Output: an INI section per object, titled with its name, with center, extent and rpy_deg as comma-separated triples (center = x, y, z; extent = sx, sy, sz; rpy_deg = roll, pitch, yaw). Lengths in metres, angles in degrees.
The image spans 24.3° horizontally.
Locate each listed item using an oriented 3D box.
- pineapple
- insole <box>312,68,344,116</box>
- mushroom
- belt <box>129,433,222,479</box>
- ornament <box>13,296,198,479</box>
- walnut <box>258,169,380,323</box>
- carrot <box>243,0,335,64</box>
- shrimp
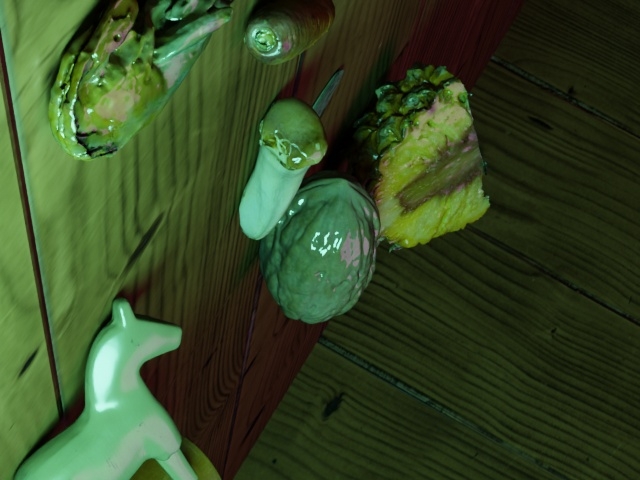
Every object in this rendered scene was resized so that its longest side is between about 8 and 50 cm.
[pineapple]
center = 0.090, -0.127, 2.341
extent = 0.286, 0.209, 0.344
rpy_deg = -33, 141, -10
[insole]
center = -0.019, -0.144, 1.922
extent = 0.193, 0.006, 0.065
rpy_deg = -59, 174, -14
[mushroom]
center = -0.048, -0.075, 1.710
extent = 0.071, 0.084, 0.209
rpy_deg = -31, 161, -32
[belt]
center = -0.203, 0.309, 1.685
extent = 0.105, 0.184, 0.261
rpy_deg = -54, -175, -38
[ornament]
center = -0.203, 0.196, 1.472
extent = 0.230, 0.061, 0.245
rpy_deg = -41, 126, -20
[walnut]
center = 0.002, 0.001, 2.052
extent = 0.178, 0.178, 0.230
rpy_deg = -53, 166, -48
[carrot]
center = -0.020, -0.213, 1.433
extent = 0.059, 0.059, 0.248
rpy_deg = -63, 176, 21
[shrimp]
center = -0.095, -0.162, 1.024
extent = 0.262, 0.066, 0.117
rpy_deg = -60, 174, -20
